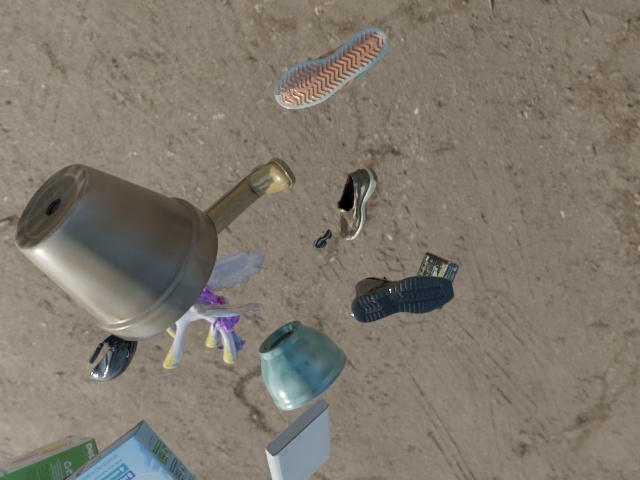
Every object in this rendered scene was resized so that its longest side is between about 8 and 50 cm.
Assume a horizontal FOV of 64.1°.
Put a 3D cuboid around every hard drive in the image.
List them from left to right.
[{"bbox_3d":[-0.054,0.597,1.444,0.040,0.203,0.307,35,145,32],"label":"hard drive"}]

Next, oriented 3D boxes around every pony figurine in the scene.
[{"bbox_3d":[-0.329,0.193,1.487,0.352,0.302,0.363,-4,120,-3],"label":"pony figurine"}]

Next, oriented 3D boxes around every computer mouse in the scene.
[{"bbox_3d":[-0.558,0.323,1.371,0.060,0.184,0.262,46,111,8],"label":"computer mouse"}]

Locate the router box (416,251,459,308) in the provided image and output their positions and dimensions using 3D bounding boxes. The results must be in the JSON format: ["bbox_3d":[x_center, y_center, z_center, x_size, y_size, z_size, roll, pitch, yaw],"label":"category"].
[{"bbox_3d":[0.286,0.099,1.288,0.038,0.092,0.122,16,98,-31],"label":"router box"}]

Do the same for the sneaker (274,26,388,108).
[{"bbox_3d":[0.032,-0.414,1.264,0.302,0.121,0.108,-25,98,12],"label":"sneaker"}]

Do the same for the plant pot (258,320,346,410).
[{"bbox_3d":[-0.087,0.399,1.737,0.293,0.293,0.196,-29,103,26],"label":"plant pot"}]

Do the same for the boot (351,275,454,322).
[{"bbox_3d":[0.158,0.094,1.031,0.198,0.137,0.076,-10,104,5],"label":"boot"}]

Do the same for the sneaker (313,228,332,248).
[{"bbox_3d":[0.000,0.000,1.724,0.044,0.109,0.040,-14,108,33],"label":"sneaker"}]

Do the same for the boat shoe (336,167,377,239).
[{"bbox_3d":[0.086,-0.106,1.541,0.095,0.095,0.257,-12,133,-31],"label":"boat shoe"}]

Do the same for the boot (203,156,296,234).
[{"bbox_3d":[-0.210,-0.098,1.354,0.089,0.269,0.236,53,159,-16],"label":"boot"}]

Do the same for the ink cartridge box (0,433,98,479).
[{"bbox_3d":[-0.410,0.351,0.792,0.109,0.209,0.062,-19,85,47],"label":"ink cartridge box"}]

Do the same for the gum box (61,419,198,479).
[{"bbox_3d":[-0.230,0.347,0.648,0.157,0.041,0.184,-37,99,4],"label":"gum box"}]

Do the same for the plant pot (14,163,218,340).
[{"bbox_3d":[-0.417,0.002,1.020,0.324,0.322,0.280,-20,141,21],"label":"plant pot"}]
